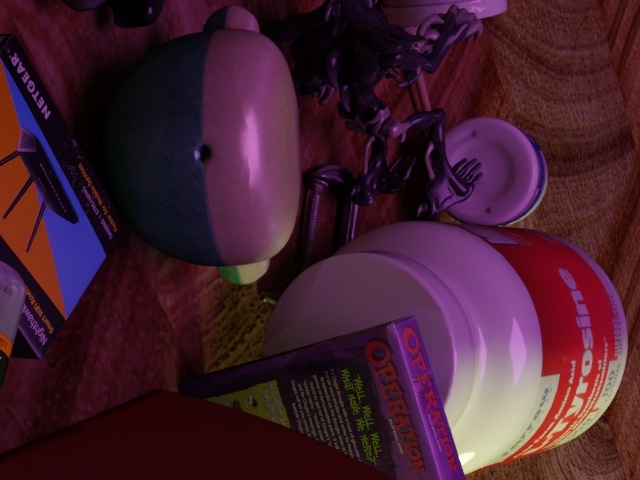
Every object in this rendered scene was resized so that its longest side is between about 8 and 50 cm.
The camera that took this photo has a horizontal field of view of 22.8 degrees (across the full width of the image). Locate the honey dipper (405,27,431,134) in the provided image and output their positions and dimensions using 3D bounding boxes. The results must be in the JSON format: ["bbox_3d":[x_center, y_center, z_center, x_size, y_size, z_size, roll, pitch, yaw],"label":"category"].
[{"bbox_3d":[0.106,-0.155,1.636,0.030,0.030,0.161,-56,138,-44],"label":"honey dipper"}]

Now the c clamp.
[{"bbox_3d":[0.000,0.000,1.459,0.137,0.022,0.161,36,60,-55],"label":"c clamp"}]

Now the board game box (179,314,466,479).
[{"bbox_3d":[0.029,0.250,1.245,0.056,0.208,0.347,-14,88,-57],"label":"board game box"}]

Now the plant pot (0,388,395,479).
[{"bbox_3d":[-0.078,0.270,1.113,0.267,0.235,0.267,-18,106,-59],"label":"plant pot"}]

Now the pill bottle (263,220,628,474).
[{"bbox_3d":[0.119,0.098,1.445,0.407,0.229,0.229,1,89,-63],"label":"pill bottle"}]

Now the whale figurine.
[{"bbox_3d":[-0.086,-0.073,1.233,0.272,0.141,0.216,-54,141,-81],"label":"whale figurine"}]

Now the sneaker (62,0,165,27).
[{"bbox_3d":[-0.168,-0.219,1.105,0.234,0.078,0.106,34,59,-58],"label":"sneaker"}]

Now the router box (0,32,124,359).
[{"bbox_3d":[-0.211,-0.028,1.063,0.133,0.046,0.179,-63,141,-38],"label":"router box"}]

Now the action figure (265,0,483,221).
[{"bbox_3d":[0.054,-0.151,1.418,0.141,0.164,0.276,-62,145,-35],"label":"action figure"}]

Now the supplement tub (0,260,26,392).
[{"bbox_3d":[-0.249,0.098,0.928,0.117,0.117,0.190,38,58,-54],"label":"supplement tub"}]

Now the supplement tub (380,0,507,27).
[{"bbox_3d":[0.109,-0.313,1.521,0.144,0.144,0.200,-31,117,-56],"label":"supplement tub"}]

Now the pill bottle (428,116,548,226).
[{"bbox_3d":[0.181,-0.069,1.665,0.186,0.112,0.112,-3,93,-77],"label":"pill bottle"}]
